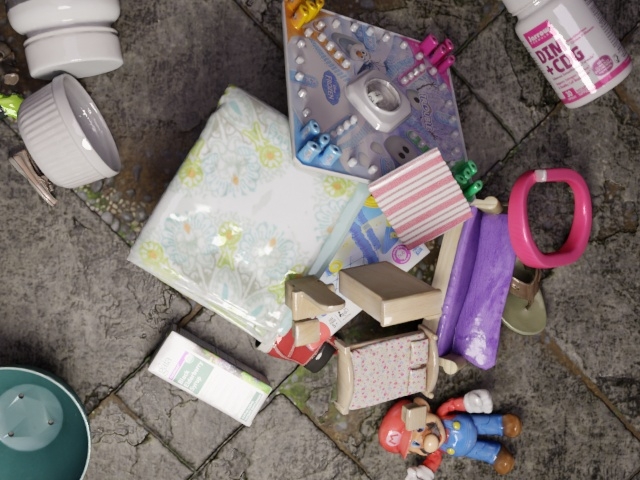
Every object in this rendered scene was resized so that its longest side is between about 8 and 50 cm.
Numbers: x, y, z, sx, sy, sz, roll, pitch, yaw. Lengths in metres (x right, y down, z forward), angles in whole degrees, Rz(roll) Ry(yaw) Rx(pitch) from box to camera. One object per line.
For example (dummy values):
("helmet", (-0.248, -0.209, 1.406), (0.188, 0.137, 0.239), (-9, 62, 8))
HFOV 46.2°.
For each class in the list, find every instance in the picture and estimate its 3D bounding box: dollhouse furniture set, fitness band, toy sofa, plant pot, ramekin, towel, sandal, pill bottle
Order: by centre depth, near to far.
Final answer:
("dollhouse furniture set", (0.102, 0.238, 1.348), (0.303, 0.174, 0.356), (-9, 109, -24))
("towel", (-0.121, -0.042, 1.350), (0.320, 0.090, 0.374), (32, 87, -11))
("towel", (0.184, -0.074, 1.367), (0.144, 0.029, 0.197), (-29, 132, 10))
("pill bottle", (-0.486, -0.492, 1.379), (0.204, 0.204, 0.361), (-11, 95, -9))
("ramekin", (-0.474, -0.197, 1.404), (0.109, 0.207, 0.207), (-25, 97, 1))
("plant pot", (-0.572, 0.360, 1.418), (0.290, 0.195, 0.290), (-1, 94, -10))
("toy sofa", (0.303, 0.088, 1.547), (0.177, 0.150, 0.363), (14, 91, 20))
("pill bottle", (0.514, -0.436, 1.580), (0.160, 0.160, 0.283), (-38, 98, -6))
("fitness band", (0.490, -0.048, 1.581), (0.290, 0.054, 0.209), (-5, 94, -45))
("sandal", (0.420, 0.066, 1.629), (0.120, 0.086, 0.303), (-16, 96, -8))

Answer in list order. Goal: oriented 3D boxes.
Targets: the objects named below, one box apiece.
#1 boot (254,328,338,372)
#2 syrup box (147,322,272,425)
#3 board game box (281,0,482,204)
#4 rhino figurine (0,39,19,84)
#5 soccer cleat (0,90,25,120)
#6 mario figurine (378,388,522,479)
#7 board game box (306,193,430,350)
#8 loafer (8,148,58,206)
("boot", (-0.010, 0.146, 1.567), (0.176, 0.088, 0.244), (25, 89, -18))
("syrup box", (-0.225, 0.271, 1.525), (0.237, 0.096, 0.093), (32, 88, -11))
("board game box", (0.120, -0.276, 1.429), (0.390, 0.050, 0.390), (10, 59, -26))
("rhino figurine", (-0.693, -0.325, 1.411), (0.243, 0.106, 0.073), (-10, 132, -8))
("soccer cleat", (-0.658, -0.248, 1.440), (0.178, 0.060, 0.072), (-3, 106, -10))
("mario figurine", (0.277, 0.424, 1.579), (0.320, 0.170, 0.198), (9, 58, -18))
("board game box", (0.000, 0.000, 1.462), (0.308, 0.086, 0.302), (-40, 99, -5))
("loafer", (-0.556, -0.124, 1.472), (0.039, 0.045, 0.125), (-43, 96, -12))
